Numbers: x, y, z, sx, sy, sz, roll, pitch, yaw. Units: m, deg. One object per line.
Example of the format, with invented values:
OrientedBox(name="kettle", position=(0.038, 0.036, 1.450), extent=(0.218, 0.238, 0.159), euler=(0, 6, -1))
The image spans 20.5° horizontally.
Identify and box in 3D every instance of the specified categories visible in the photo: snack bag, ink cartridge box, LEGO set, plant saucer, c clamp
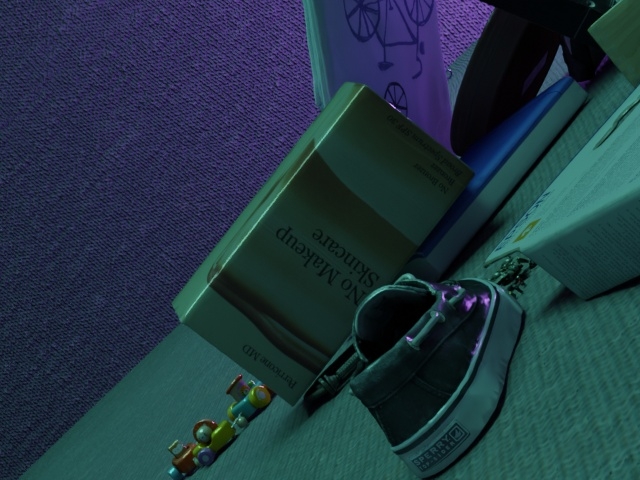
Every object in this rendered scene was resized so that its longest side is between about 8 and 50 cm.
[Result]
OrientedBox(name="snack bag", position=(0.073, -0.182, 2.047), extent=(0.037, 0.342, 0.323), euler=(-3, 13, 28))
OrientedBox(name="ink cartridge box", position=(0.287, -0.101, 1.217), extent=(0.324, 0.071, 0.330), euler=(-47, 2, -18))
OrientedBox(name="LEGO set", position=(0.153, 0.030, 1.456), extent=(0.054, 0.023, 0.083), euler=(-44, 5, 3))
OrientedBox(name="plant saucer", position=(0.238, -0.222, 2.136), extent=(0.278, 0.041, 0.278), euler=(-56, -18, -28))
OrientedBox(name="c clamp", position=(0.042, 0.104, 1.741), extent=(0.161, 0.022, 0.137), euler=(-44, 5, -1))

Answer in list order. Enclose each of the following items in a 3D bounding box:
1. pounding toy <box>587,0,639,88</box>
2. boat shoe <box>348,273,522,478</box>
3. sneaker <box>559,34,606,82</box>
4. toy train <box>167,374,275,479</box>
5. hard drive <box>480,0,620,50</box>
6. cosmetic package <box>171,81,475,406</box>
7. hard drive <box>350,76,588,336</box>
OrientedBox(name="pounding toy", position=(0.330, -0.194, 1.576), extent=(0.141, 0.100, 0.130), euler=(-40, -8, 18))
OrientedBox(name="boat shoe", position=(0.073, 0.072, 1.298), extent=(0.108, 0.102, 0.301), euler=(-43, 6, 19))
OrientedBox(name="sneaker", position=(0.353, -0.297, 2.097), extent=(0.108, 0.100, 0.271), euler=(9, 54, 27))
OrientedBox(name="toy train", position=(-0.120, 0.208, 2.042), extent=(0.166, 0.046, 0.125), euler=(-46, 6, -8))
OrientedBox(name="hard drive", position=(0.225, -0.360, 2.009), extent=(0.064, 0.339, 0.237), euler=(115, 177, -52))
OrientedBox(name="cosmetic package", position=(0.000, 0.000, 1.776), extent=(0.296, 0.153, 0.129), euler=(-53, 10, 0))
OrientedBox(name="hard drive", position=(0.148, -0.037, 1.932), extent=(0.318, 0.040, 0.210), euler=(-48, 6, -35))
